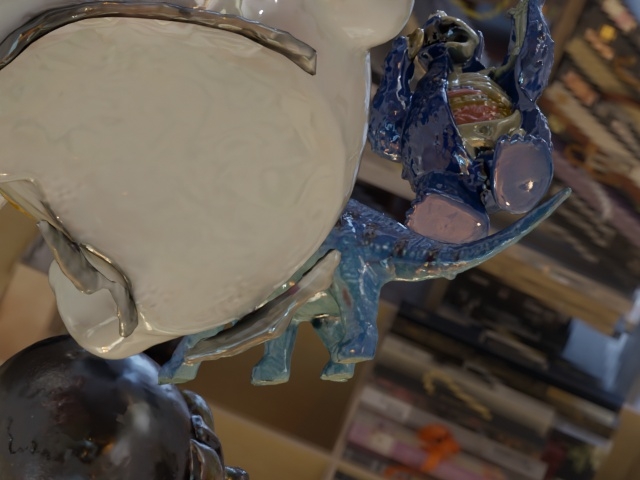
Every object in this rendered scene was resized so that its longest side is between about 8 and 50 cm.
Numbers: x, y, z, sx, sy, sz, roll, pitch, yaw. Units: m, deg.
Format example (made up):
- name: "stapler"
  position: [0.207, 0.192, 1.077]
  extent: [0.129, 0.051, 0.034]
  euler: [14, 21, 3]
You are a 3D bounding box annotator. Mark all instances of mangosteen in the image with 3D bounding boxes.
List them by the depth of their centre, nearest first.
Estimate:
- name: "mangosteen"
  position: [-0.164, 0.183, 1.182]
  extent: [0.211, 0.250, 0.211]
  euler: [-14, -108, 51]

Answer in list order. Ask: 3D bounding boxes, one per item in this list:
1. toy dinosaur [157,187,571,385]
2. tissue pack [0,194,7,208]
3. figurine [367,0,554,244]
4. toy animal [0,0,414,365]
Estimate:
- name: "toy dinosaur"
  position: [-0.015, 0.028, 0.881]
  extent: [0.076, 0.329, 0.144]
  euler: [26, 72, -55]
- name: "tissue pack"
  position: [-0.365, -0.127, 1.627]
  extent: [0.159, 0.136, 0.246]
  euler: [-45, -168, 9]
- name: "figurine"
  position: [0.124, -0.099, 1.221]
  extent: [0.262, 0.164, 0.121]
  euler: [-81, 149, -43]
- name: "toy animal"
  position: [-0.089, -0.115, 0.590]
  extent: [0.247, 0.183, 0.310]
  euler: [-53, -145, 29]
